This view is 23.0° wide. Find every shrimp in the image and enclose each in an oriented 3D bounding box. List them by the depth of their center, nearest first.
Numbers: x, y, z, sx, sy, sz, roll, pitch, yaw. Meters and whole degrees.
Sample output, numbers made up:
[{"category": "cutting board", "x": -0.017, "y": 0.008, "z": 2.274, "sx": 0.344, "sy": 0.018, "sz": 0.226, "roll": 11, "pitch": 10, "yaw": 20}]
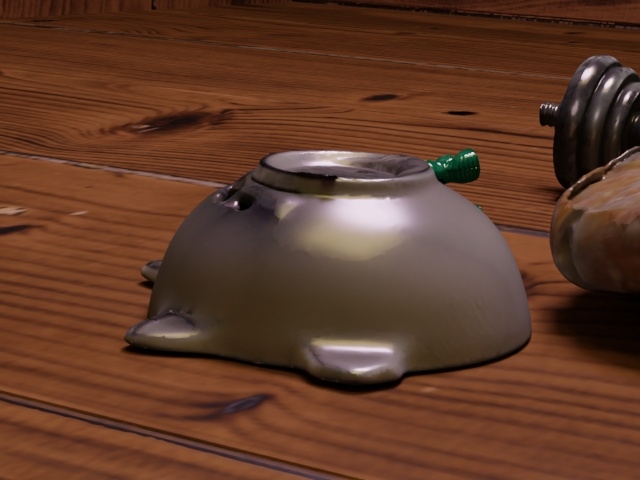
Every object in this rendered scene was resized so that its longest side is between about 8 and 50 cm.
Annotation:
[{"category": "shrimp", "x": 0.288, "y": -0.038, "z": 0.936, "sx": 0.221, "sy": 0.110, "sz": 0.446, "roll": -13, "pitch": 2, "yaw": 32}]

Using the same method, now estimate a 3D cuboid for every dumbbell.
[{"category": "dumbbell", "x": 0.286, "y": -0.070, "z": 1.192, "sx": 0.254, "sy": 0.110, "sz": 0.110, "roll": 16, "pitch": 17, "yaw": 26}]

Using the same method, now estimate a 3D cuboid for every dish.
[{"category": "dish", "x": 0.000, "y": 0.000, "z": 0.818, "sx": 0.228, "sy": 0.086, "sz": 0.236, "roll": -3, "pitch": 13, "yaw": -26}]

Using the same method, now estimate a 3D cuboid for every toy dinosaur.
[{"category": "toy dinosaur", "x": 0.056, "y": -0.025, "z": 1.045, "sx": 0.096, "sy": 0.059, "sz": 0.132, "roll": -10, "pitch": 6, "yaw": -15}]
